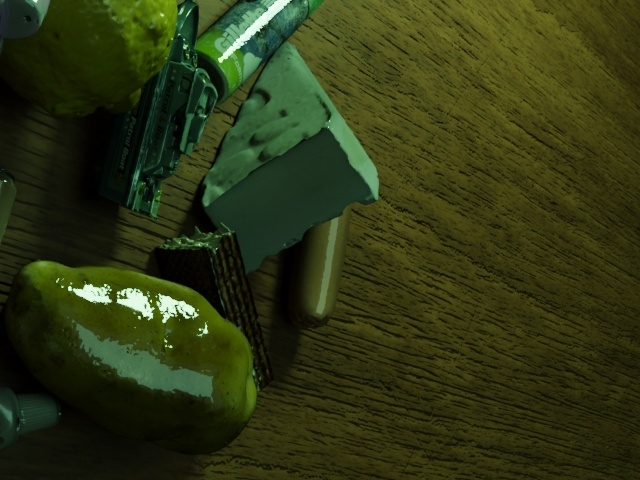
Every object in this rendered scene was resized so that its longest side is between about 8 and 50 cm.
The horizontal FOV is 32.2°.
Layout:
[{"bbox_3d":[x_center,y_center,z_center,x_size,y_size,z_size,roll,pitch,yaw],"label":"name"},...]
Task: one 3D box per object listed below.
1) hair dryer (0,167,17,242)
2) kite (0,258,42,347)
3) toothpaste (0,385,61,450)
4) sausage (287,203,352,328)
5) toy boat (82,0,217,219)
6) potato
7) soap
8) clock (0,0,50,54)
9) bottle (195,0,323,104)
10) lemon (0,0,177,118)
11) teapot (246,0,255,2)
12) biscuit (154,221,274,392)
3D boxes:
[{"bbox_3d":[-0.434,-0.049,1.246,0.182,0.064,0.117,29,66,-42],"label":"hair dryer"},{"bbox_3d":[-0.347,0.101,1.388,0.190,0.010,0.159,-9,98,-50],"label":"kite"},{"bbox_3d":[-0.424,0.209,1.255,0.283,0.068,0.099,-4,64,-45],"label":"toothpaste"},{"bbox_3d":[0.000,-0.001,1.769,0.086,0.086,0.288,24,72,-49],"label":"sausage"},{"bbox_3d":[-0.207,-0.175,1.450,0.114,0.122,0.296,36,70,-82],"label":"toy boat"},{"bbox_3d":[-0.226,0.142,1.387,0.369,0.176,0.195,29,90,-33],"label":"potato"},{"bbox_3d":[-0.080,-0.132,1.706,0.159,0.258,0.302,51,8,-37],"label":"soap"},{"bbox_3d":[-0.418,-0.251,1.114,0.227,0.248,0.090,51,31,-38],"label":"clock"},{"bbox_3d":[-0.089,-0.327,1.658,0.330,0.093,0.093,-52,128,-39],"label":"bottle"},{"bbox_3d":[-0.291,-0.283,1.281,0.245,0.245,0.319,-52,131,-39],"label":"lemon"},{"bbox_3d":[-0.191,-0.406,1.472,0.268,0.185,0.175,25,79,-10],"label":"teapot"},{"bbox_3d":[-0.148,0.101,1.561,0.070,0.106,0.252,-31,113,-49],"label":"biscuit"}]
